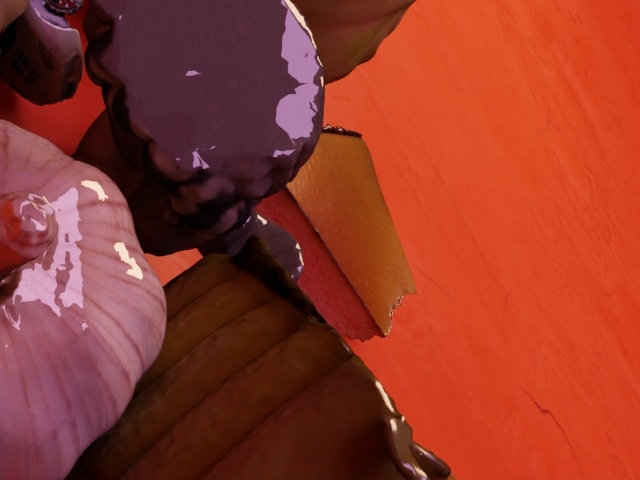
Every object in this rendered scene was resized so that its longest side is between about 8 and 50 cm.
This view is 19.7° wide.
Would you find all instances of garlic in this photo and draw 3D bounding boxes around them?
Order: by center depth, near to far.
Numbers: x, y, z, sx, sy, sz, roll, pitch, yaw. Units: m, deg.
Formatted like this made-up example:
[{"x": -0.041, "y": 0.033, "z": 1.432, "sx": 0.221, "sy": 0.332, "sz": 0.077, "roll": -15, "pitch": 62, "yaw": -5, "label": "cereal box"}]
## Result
[{"x": -0.161, "y": 0.017, "z": 0.801, "sx": 0.199, "sy": 0.226, "sz": 0.199, "roll": 5, "pitch": 72, "yaw": -14, "label": "garlic"}]

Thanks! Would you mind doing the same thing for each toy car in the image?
[{"x": -0.190, "y": -0.175, "z": 1.077, "sx": 0.056, "sy": 0.095, "sz": 0.205, "roll": -15, "pitch": 82, "yaw": -28, "label": "toy car"}]

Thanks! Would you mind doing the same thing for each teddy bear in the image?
[{"x": -0.078, "y": -0.036, "z": 1.053, "sx": 0.144, "sy": 0.251, "sz": 0.171, "roll": -29, "pitch": 70, "yaw": -25, "label": "teddy bear"}]

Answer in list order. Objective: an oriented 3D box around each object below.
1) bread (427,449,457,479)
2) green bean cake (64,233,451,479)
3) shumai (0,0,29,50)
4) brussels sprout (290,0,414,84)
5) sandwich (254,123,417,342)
[{"x": 0.108, "y": 0.251, "z": 1.318, "sx": 0.214, "sy": 0.053, "sz": 0.073, "roll": 62, "pitch": 22, "yaw": -3, "label": "bread"}, {"x": -0.016, "y": 0.184, "z": 0.924, "sx": 0.285, "sy": 0.202, "sz": 0.310, "roll": 57, "pitch": -7, "yaw": -22, "label": "green bean cake"}, {"x": -0.205, "y": -0.134, "z": 0.978, "sx": 0.145, "sy": 0.116, "sz": 0.145, "roll": 41, "pitch": 37, "yaw": -42, "label": "shumai"}, {"x": -0.041, "y": -0.248, "z": 1.249, "sx": 0.328, "sy": 0.247, "sz": 0.328, "roll": 37, "pitch": 41, "yaw": -41, "label": "brussels sprout"}, {"x": 0.000, "y": 0.000, "z": 1.318, "sx": 0.193, "sy": 0.058, "sz": 0.162, "roll": -2, "pitch": 71, "yaw": -65, "label": "sandwich"}]
